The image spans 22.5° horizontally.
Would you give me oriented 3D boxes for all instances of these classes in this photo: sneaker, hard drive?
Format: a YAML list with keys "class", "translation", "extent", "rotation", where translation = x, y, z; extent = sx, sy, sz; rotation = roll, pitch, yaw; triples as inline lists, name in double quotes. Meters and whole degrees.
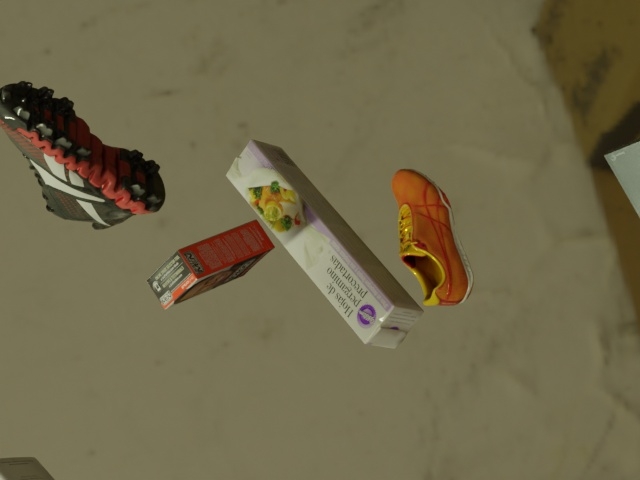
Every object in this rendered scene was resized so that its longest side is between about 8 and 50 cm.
- class: "sneaker"
  translation: [-0.334, -0.099, 2.090]
  extent: [0.276, 0.135, 0.097]
  rotation: [37, -146, -37]
- class: "sneaker"
  translation: [0.114, -0.008, 1.798]
  extent: [0.064, 0.067, 0.175]
  rotation: [-54, 49, 46]
- class: "hard drive"
  translation: [0.498, -0.090, 2.428]
  extent: [0.094, 0.022, 0.135]
  rotation: [-23, 101, 46]

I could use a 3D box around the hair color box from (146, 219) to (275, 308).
- class: "hair color box"
  translation: [-0.125, 0.026, 1.846]
  extent: [0.072, 0.141, 0.043]
  rotation: [-42, 77, 40]

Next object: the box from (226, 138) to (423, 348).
- class: "box"
  translation: [0.000, 0.000, 1.963]
  extent: [0.063, 0.067, 0.324]
  rotation: [-54, 55, 20]

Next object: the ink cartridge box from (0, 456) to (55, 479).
- class: "ink cartridge box"
  translation: [-0.264, 0.287, 1.473]
  extent: [0.150, 0.063, 0.109]
  rotation: [41, 110, 32]
